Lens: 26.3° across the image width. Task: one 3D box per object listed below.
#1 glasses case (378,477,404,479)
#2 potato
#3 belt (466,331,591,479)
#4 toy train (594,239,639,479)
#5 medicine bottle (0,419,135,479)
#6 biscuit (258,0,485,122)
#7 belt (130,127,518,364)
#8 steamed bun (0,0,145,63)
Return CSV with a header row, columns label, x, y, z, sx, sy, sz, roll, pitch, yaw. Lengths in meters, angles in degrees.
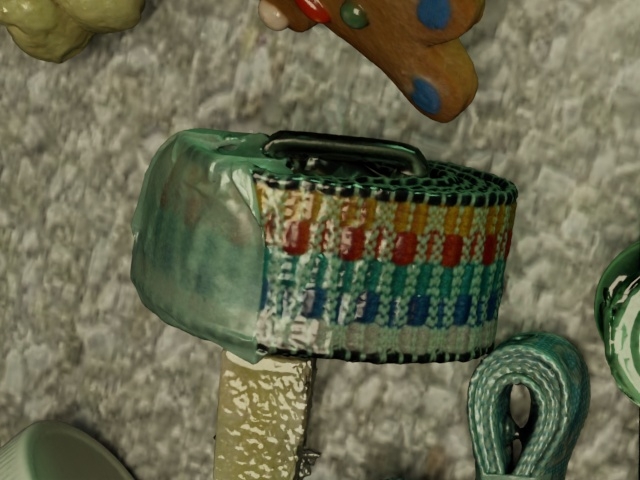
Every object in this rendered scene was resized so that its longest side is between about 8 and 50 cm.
label,x,y,z,sx,sy,sz,roll,pitch,yaw
glasses case,-0.001,0.286,1.031,0.282,0.067,0.109,-45,74,26
potato,-0.042,0.132,1.037,0.086,0.061,0.122,8,101,8
belt,0.149,0.218,1.003,0.087,0.072,0.302,3,100,17
toy train,0.320,0.170,0.917,0.272,0.179,0.442,-1,97,5
medicine bottle,-0.268,0.275,1.049,0.273,0.165,0.165,-39,89,15
biscuit,-0.023,-0.198,0.913,0.049,0.205,0.324,-42,67,-15
belt,0.000,0.000,0.934,0.258,0.207,0.150,6,99,-7
steamed bun,-0.194,-0.209,0.979,0.172,0.141,0.155,-25,97,10
